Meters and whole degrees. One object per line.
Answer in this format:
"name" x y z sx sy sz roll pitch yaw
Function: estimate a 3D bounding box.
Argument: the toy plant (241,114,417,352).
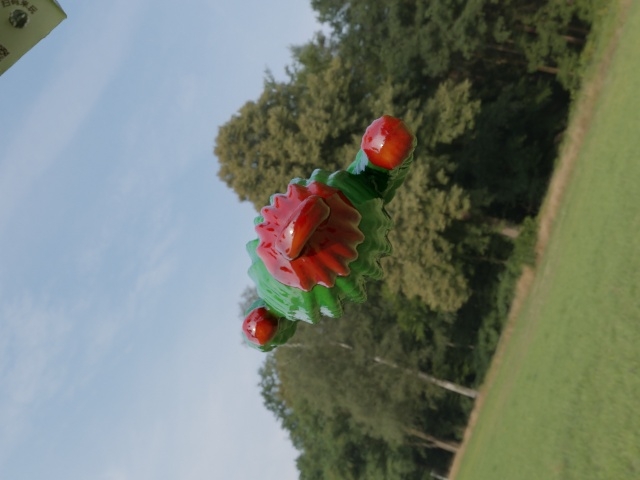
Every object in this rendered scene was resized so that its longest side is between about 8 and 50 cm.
"toy plant" 0.007 -0.007 0.423 0.154 0.088 0.240 -50 -7 -26

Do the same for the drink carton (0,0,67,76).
"drink carton" -0.410 -0.273 0.689 0.194 0.324 0.132 -41 -37 3
